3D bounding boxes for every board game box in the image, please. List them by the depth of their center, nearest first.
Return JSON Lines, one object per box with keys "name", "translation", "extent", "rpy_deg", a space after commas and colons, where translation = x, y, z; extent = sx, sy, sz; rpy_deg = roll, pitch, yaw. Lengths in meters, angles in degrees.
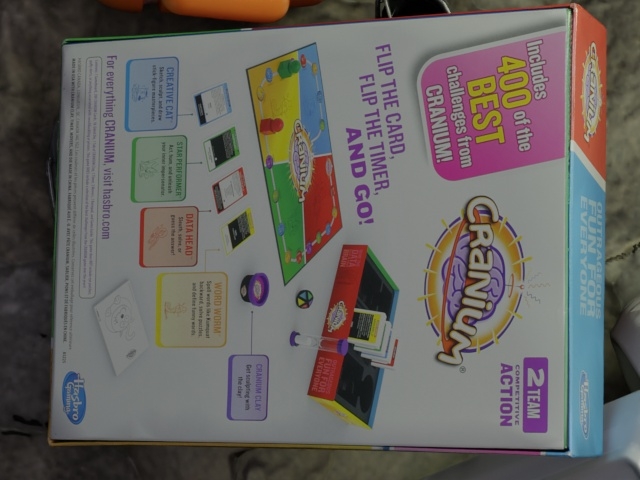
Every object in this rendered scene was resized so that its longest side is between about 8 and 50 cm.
{"name": "board game box", "translation": [0.000, 0.000, 1.095], "extent": [0.316, 0.064, 0.242], "rpy_deg": [-1, 84, 24]}

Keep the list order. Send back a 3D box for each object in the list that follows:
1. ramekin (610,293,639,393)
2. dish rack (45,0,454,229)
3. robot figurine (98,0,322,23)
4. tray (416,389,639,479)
{"name": "ramekin", "translation": [0.274, 0.122, 1.148], "extent": [0.127, 0.273, 0.273], "rpy_deg": [-27, 88, 3]}
{"name": "dish rack", "translation": [-0.031, -0.027, 1.215], "extent": [0.271, 0.074, 0.208], "rpy_deg": [-14, 84, -7]}
{"name": "robot figurine", "translation": [-0.068, -0.203, 1.200], "extent": [0.219, 0.128, 0.158], "rpy_deg": [-3, 85, -7]}
{"name": "tray", "translation": [0.141, 0.184, 1.124], "extent": [0.030, 0.270, 0.145], "rpy_deg": [-29, 88, -38]}
